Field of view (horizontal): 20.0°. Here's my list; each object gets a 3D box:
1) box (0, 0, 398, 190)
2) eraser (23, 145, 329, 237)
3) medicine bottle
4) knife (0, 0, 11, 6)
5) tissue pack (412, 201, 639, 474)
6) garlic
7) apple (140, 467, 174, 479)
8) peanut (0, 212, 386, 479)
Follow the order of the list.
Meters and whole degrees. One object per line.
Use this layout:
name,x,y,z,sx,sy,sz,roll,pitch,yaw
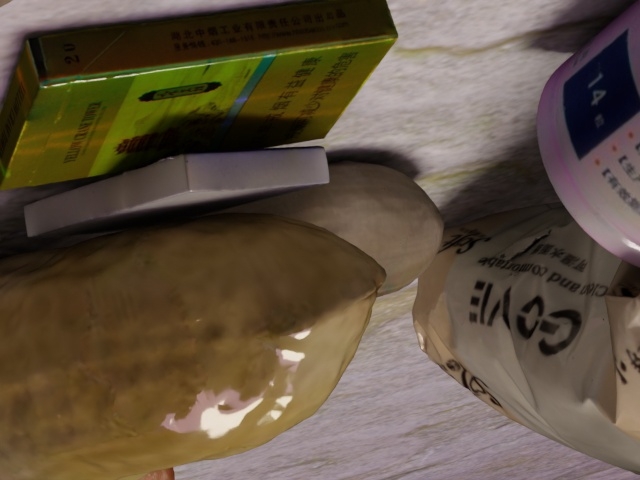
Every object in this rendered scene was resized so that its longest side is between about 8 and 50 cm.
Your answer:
box,-0.068,-0.076,0.944,0.193,0.030,0.121,-10,160,-24
eraser,-0.083,-0.026,1.012,0.103,0.023,0.150,-6,175,-44
medicine bottle,0.250,-0.099,0.994,0.152,0.152,0.254,-5,157,-35
knife,-0.023,-0.179,0.679,0.365,0.043,0.089,-24,128,24
tissue pack,0.285,0.081,1.252,0.390,0.195,0.375,17,177,-23
garlic,0.012,-0.003,1.181,0.198,0.091,0.128,-13,178,-34
apple,-0.227,0.194,1.301,0.251,0.206,0.272,-12,162,-9
peanut,-0.122,0.073,1.068,0.340,0.158,0.174,-16,148,41
